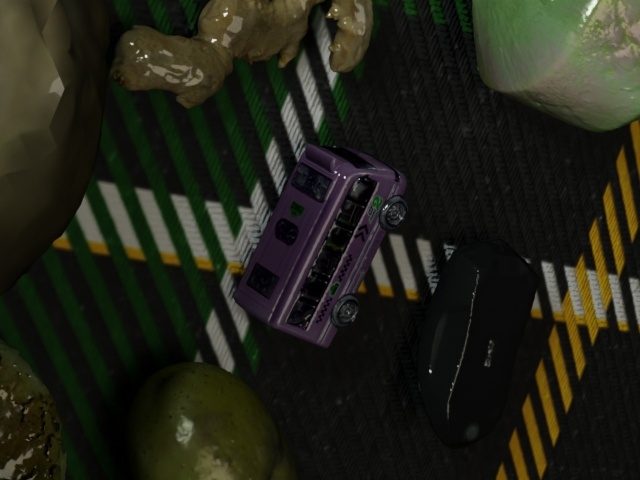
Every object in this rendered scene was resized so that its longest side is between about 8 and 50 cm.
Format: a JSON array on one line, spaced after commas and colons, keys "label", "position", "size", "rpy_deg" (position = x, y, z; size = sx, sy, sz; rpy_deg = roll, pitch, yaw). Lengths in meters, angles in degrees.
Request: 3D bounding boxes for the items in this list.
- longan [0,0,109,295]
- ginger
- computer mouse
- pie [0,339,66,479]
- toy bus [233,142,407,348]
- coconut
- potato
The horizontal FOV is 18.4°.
[{"label": "longan", "position": [-0.328, -0.154, 1.163], "size": [0.404, 0.404, 0.436], "rpy_deg": [-12, 96, -41]}, {"label": "ginger", "position": [-0.068, -0.195, 1.653], "size": [0.258, 0.065, 0.149], "rpy_deg": [-15, 108, -33]}, {"label": "computer mouse", "position": [0.150, 0.102, 2.010], "size": [0.122, 0.073, 0.217], "rpy_deg": [11, 96, -49]}, {"label": "pie", "position": [-0.339, 0.201, 1.578], "size": [0.296, 0.078, 0.371], "rpy_deg": [-55, 137, -10]}, {"label": "toy bus", "position": [0.000, 0.000, 1.798], "size": [0.098, 0.087, 0.178], "rpy_deg": [22, 97, -42]}, {"label": "coconut", "position": [0.242, -0.215, 1.841], "size": [0.236, 0.204, 0.236], "rpy_deg": [-6, 123, -10]}, {"label": "potato", "position": [-0.096, 0.224, 1.777], "size": [0.169, 0.143, 0.248], "rpy_deg": [-70, 144, -61]}]
